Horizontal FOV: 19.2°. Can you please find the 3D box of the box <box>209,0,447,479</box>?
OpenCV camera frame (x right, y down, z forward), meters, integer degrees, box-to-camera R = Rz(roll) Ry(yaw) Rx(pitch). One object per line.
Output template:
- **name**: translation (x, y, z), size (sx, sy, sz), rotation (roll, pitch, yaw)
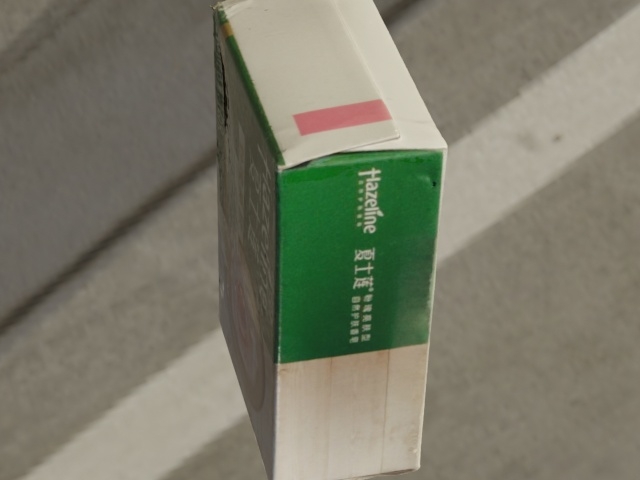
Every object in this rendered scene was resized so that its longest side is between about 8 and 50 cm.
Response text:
- **box**: translation (0.000, 0.000, 0.879), size (0.081, 0.135, 0.199), rotation (-9, 129, -10)
